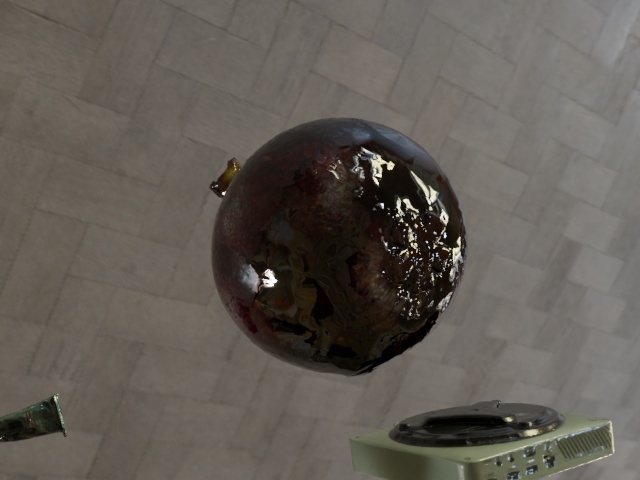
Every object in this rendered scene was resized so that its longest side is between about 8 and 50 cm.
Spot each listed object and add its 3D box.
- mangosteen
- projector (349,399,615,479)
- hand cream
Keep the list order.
[{"bbox_3d":[0.011,0.009,1.030,0.297,0.293,0.297,23,58,-44],"label":"mangosteen"},{"bbox_3d":[0.209,0.264,1.220,0.257,0.259,0.079,-7,90,-32],"label":"projector"},{"bbox_3d":[-0.536,0.326,1.482,0.247,0.052,0.075,-17,140,-20],"label":"hand cream"}]
